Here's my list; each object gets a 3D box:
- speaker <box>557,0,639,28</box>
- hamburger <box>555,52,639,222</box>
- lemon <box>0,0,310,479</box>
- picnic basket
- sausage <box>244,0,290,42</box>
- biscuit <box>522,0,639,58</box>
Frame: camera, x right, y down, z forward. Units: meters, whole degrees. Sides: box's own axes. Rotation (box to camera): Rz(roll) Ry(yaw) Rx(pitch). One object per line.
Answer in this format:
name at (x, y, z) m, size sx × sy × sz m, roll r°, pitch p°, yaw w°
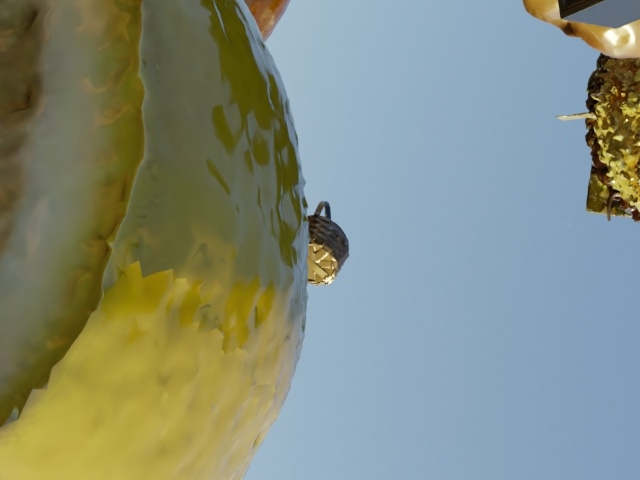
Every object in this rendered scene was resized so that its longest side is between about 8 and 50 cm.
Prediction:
speaker at (0.135, -0.206, 0.709) m, size 0.040 × 0.046 × 0.191 m, roll -17°, pitch -104°, yaw 50°
hamburger at (0.346, -0.113, 1.272) m, size 0.138 × 0.261 × 0.243 m, roll 0°, pitch 94°, yaw -73°
lemon at (-0.161, 0.006, 0.604) m, size 0.364 × 0.364 × 0.364 m, roll -167°, pitch -90°, yaw -75°
picnic basket at (0.000, 0.000, 1.426) m, size 0.083 × 0.072 × 0.072 m, roll -68°, pitch -178°, yaw -55°
sausage at (-0.108, -0.161, 1.113) m, size 0.270 × 0.109 × 0.109 m, roll -50°, pitch -165°, yaw -5°
biscuit at (0.252, -0.246, 0.875) m, size 0.107 × 0.325 × 0.326 m, roll 80°, pitch 11°, yaw -56°
